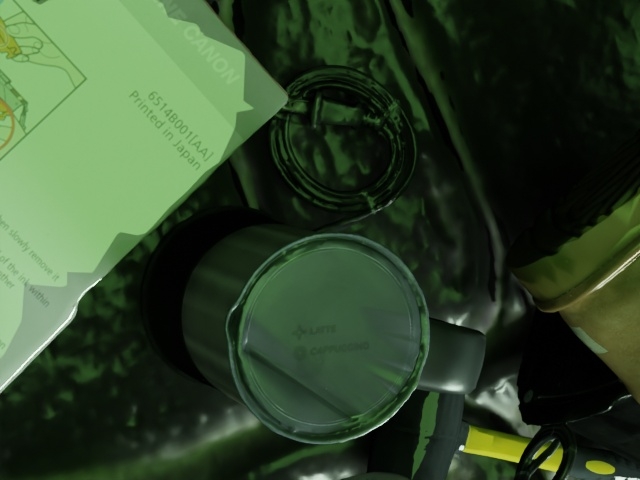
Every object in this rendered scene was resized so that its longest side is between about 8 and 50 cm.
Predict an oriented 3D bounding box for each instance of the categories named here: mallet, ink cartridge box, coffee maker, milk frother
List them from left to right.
[{"bbox_3d":[-0.203,-0.073,0.725,0.261,0.066,0.296,-45,108,-11],"label":"ink cartridge box"},{"bbox_3d":[0.000,0.000,0.770,0.129,0.135,0.143,-6,97,-20],"label":"milk frother"},{"bbox_3d":[0.106,0.112,0.876,0.189,0.039,0.062,22,87,-24],"label":"mallet"},{"bbox_3d":[0.187,0.083,0.858,0.178,0.120,0.171,32,86,-21],"label":"coffee maker"}]

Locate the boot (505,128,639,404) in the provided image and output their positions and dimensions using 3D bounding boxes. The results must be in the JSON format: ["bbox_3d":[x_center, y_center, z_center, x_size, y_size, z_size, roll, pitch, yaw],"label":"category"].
[{"bbox_3d":[0.240,0.038,0.743,0.236,0.089,0.269,-39,102,14],"label":"boot"}]

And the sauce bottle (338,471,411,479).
[{"bbox_3d":[0.058,0.275,0.834,0.111,0.111,0.344,-23,102,-16],"label":"sauce bottle"}]
